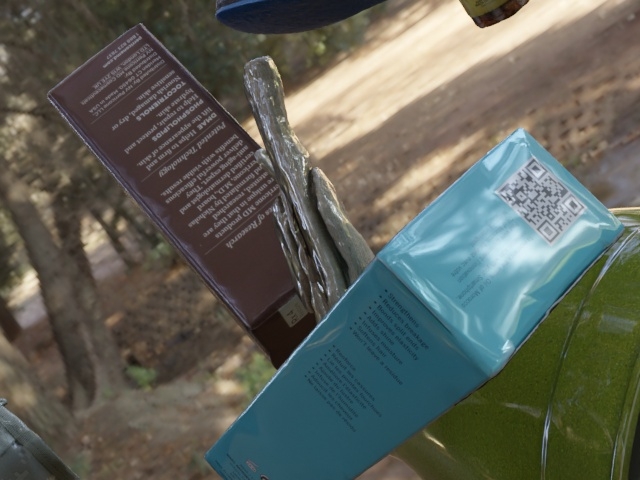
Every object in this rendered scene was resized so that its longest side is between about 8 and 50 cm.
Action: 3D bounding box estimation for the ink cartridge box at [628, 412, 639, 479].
[{"bbox_3d":[0.362,0.110,0.749,0.211,0.289,0.121,-45,44,39],"label":"ink cartridge box"}]

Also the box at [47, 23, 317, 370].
[{"bbox_3d":[-0.110,-0.039,1.097,0.143,0.381,0.191,-39,-27,-6],"label":"box"}]

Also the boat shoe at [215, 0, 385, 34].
[{"bbox_3d":[0.007,-0.273,1.037,0.258,0.089,0.109,-7,-14,31],"label":"boat shoe"}]

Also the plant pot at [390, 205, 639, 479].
[{"bbox_3d":[0.220,0.123,0.900,0.366,0.366,0.353,-40,31,-27],"label":"plant pot"}]

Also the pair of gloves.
[{"bbox_3d":[0.000,0.000,0.718,0.042,0.204,0.240,-19,-16,-6],"label":"pair of gloves"}]

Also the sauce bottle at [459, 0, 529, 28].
[{"bbox_3d":[0.077,-0.187,0.605,0.042,0.128,0.042,-31,18,12],"label":"sauce bottle"}]

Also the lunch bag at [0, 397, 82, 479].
[{"bbox_3d":[-0.307,0.272,0.873,0.235,0.169,0.287,-49,-21,-22],"label":"lunch bag"}]

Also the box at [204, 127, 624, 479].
[{"bbox_3d":[0.028,0.056,0.476,0.100,0.060,0.244,-40,-8,-35],"label":"box"}]
